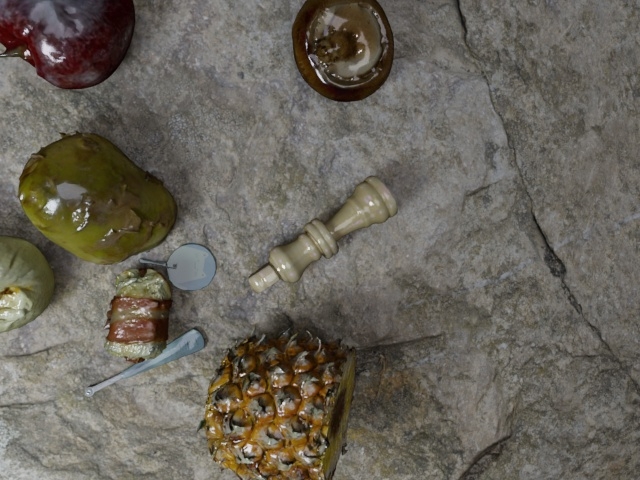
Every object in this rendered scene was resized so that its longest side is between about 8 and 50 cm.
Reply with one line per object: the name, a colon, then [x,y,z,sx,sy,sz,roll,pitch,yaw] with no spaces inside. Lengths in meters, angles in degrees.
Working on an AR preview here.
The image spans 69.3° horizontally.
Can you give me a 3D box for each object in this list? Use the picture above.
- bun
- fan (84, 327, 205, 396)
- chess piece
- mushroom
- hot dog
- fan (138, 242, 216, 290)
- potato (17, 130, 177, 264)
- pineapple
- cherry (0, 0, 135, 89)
bun: [-0.624,0.096,0.898,0.222,0.127,0.222,-35,141,-35]
fan: [-0.406,0.282,1.072,0.282,0.023,0.057,-23,102,-14]
chess piece: [0.000,0.000,1.121,0.397,0.117,0.117,-36,103,-8]
mushroom: [0.053,-0.451,1.072,0.253,0.153,0.253,-5,104,-18]
hot dog: [-0.398,0.164,1.028,0.146,0.103,0.213,10,82,5]
fan: [-0.333,0.059,1.081,0.175,0.005,0.113,9,93,-18]
potato: [-0.452,-0.072,0.943,0.300,0.196,0.246,33,87,-17]
pineapple: [-0.084,0.355,1.001,0.300,0.352,0.352,6,93,8]
cherry: [-0.485,-0.425,0.898,0.230,0.203,0.300,41,75,-8]
